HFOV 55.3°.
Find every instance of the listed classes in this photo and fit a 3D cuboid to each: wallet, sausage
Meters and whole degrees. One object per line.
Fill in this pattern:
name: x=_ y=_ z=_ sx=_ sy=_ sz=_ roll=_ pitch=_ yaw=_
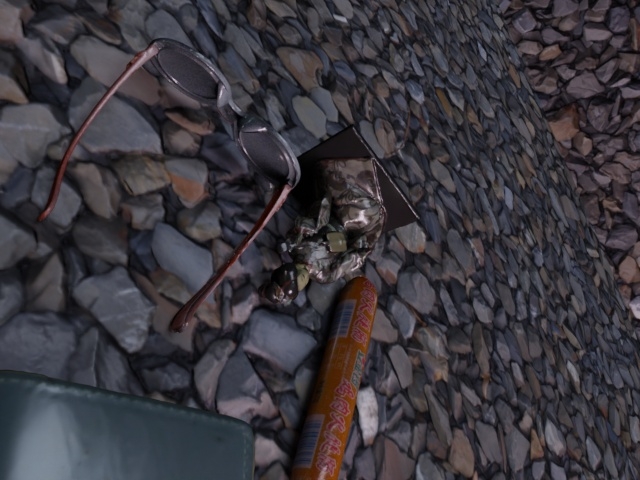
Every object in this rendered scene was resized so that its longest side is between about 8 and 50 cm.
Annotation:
wallet: x=-0.154 y=0.284 z=0.435 sx=0.252 sy=0.083 sz=0.361 roll=22 pitch=54 yaw=-36
sausage: x=0.022 y=0.168 z=0.738 sx=0.053 sy=0.053 sz=0.348 roll=44 pitch=40 yaw=-24

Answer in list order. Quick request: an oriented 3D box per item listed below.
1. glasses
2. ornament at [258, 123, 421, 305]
glasses: x=-0.164 y=-0.063 z=0.668 sx=0.234 sy=0.118 sz=0.268 roll=47 pitch=59 yaw=-24
ornament: x=0.000 y=0.000 z=0.754 sx=0.166 sy=0.153 sz=0.196 roll=49 pitch=48 yaw=-18
